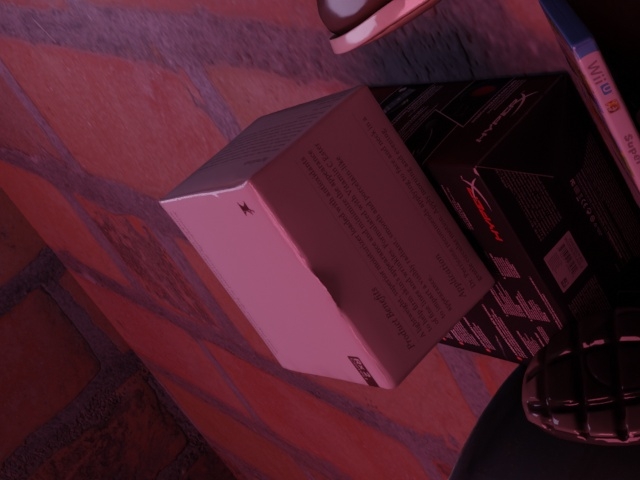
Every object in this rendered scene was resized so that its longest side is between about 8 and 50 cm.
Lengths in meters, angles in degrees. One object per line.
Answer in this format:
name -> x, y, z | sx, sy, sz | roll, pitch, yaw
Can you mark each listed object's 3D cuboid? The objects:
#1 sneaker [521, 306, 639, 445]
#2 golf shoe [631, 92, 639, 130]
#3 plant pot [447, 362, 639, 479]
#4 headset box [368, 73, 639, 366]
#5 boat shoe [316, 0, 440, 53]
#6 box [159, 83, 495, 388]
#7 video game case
sneaker -> 0.267, 0.096, 0.681 | 0.267, 0.101, 0.106 | -16, 142, 30
golf shoe -> 0.238, -0.058, 0.620 | 0.094, 0.077, 0.198 | 56, 173, 43
plant pot -> 0.300, 0.294, 0.827 | 0.334, 0.341, 0.341 | 19, 148, 35
headset box -> 0.112, -0.015, 0.853 | 0.293, 0.110, 0.218 | 8, 138, 57
boat shoe -> 0.076, -0.200, 0.575 | 0.097, 0.116, 0.324 | 52, 154, -8
box -> 0.000, 0.000, 0.770 | 0.181, 0.119, 0.182 | 55, 157, -16
video game case -> 0.184, -0.070, 0.640 | 0.166, 0.015, 0.119 | 57, -164, -22
